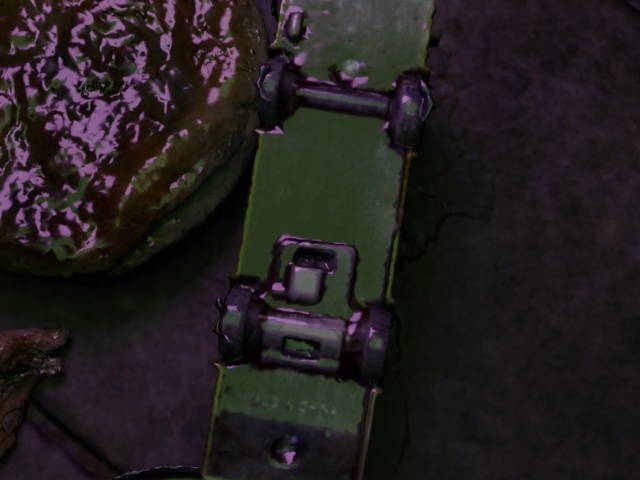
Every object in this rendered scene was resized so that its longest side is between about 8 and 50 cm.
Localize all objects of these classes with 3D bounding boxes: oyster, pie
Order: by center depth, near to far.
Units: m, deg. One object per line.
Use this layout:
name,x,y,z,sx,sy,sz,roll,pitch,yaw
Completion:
oyster,-0.200,0.097,0.628,0.080,0.038,0.083,-8,73,-5
pie,-0.169,-0.106,0.663,0.277,0.078,0.277,1,73,-2

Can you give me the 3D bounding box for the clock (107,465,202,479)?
clock,-0.088,0.245,0.586,0.215,0.042,0.215,0,74,-1

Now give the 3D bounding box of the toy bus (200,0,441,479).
toy bus,0.000,0.000,0.610,0.113,0.139,0.302,9,83,3
